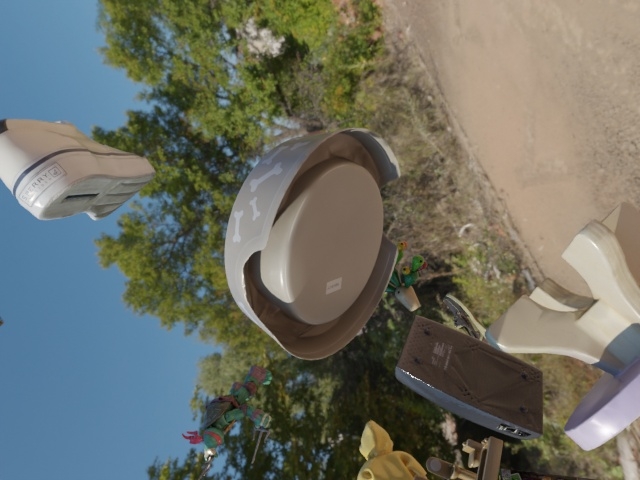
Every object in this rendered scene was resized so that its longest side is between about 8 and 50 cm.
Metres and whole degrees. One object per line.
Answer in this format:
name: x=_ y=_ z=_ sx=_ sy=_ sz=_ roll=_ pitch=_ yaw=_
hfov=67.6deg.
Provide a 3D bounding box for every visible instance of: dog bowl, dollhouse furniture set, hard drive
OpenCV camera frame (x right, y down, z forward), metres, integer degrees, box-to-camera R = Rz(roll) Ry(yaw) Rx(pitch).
dog bowl: x=0.000 y=0.000 z=0.734 sx=0.102 sy=0.348 sz=0.348 roll=17 pitch=145 yaw=36
dollhouse furniture set: x=0.269 y=0.466 z=0.961 sx=0.151 sy=0.123 sz=0.144 roll=96 pitch=-163 yaw=-54
hard drive: x=0.267 y=0.245 z=0.864 sx=0.172 sy=0.255 sz=0.054 roll=-51 pitch=-19 yaw=-54

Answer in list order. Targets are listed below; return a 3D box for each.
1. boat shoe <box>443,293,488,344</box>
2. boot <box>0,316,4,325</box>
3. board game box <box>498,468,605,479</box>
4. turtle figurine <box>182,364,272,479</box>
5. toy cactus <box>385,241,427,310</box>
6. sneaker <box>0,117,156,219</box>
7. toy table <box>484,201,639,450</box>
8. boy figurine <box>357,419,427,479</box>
boat shoe: x=0.341 y=0.192 z=1.132 sx=0.152 sy=0.049 sz=0.056 roll=49 pitch=174 yaw=28
boot: x=-0.475 y=0.099 z=0.588 sx=0.106 sy=0.082 sz=0.219 roll=55 pitch=170 yaw=-13
board game box: x=0.412 y=0.433 z=0.724 sx=0.030 sy=0.260 sz=0.136 roll=76 pitch=-161 yaw=-47
turtle figurine: x=-0.182 y=0.368 z=0.988 sx=0.118 sy=0.175 sz=0.234 roll=58 pitch=-156 yaw=-15
toy cactus: x=0.201 y=0.103 z=1.265 sx=0.180 sy=0.219 sz=0.112 roll=55 pitch=-146 yaw=-10
sneaker: x=-0.248 y=-0.081 z=0.502 sx=0.091 sy=0.094 sz=0.258 roll=50 pitch=177 yaw=-6
toy table: x=0.342 y=0.087 z=0.571 sx=0.161 sy=0.274 sz=0.252 roll=45 pitch=159 yaw=24
boy figurine: x=0.155 y=0.555 z=1.087 sx=0.092 sy=0.177 sz=0.285 roll=80 pitch=165 yaw=-46
